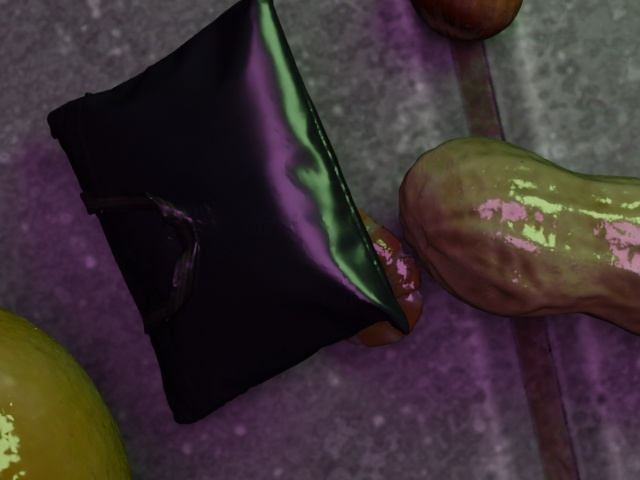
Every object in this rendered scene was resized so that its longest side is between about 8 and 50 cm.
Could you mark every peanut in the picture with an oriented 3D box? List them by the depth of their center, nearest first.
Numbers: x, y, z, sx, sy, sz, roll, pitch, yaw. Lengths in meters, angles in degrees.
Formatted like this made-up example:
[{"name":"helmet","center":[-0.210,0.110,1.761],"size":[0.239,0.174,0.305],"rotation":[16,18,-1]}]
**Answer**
[{"name":"peanut","center":[0.175,0.007,1.031],"size":[0.257,0.123,0.123],"rotation":[17,85,4]}]

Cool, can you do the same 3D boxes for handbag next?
[{"name":"handbag","center":[-0.072,-0.019,1.038],"size":[0.211,0.089,0.254],"rotation":[-25,85,30]}]

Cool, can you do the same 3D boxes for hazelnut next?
[{"name":"hazelnut","center":[0.105,-0.183,1.082],"size":[0.086,0.086,0.086],"rotation":[0,84,3]}]

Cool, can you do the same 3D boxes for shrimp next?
[{"name":"shrimp","center":[0.000,0.000,1.074],"size":[0.184,0.043,0.091],"rotation":[50,119,13]}]

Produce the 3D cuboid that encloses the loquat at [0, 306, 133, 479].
[{"name":"loquat","center":[-0.250,0.200,0.953],"size":[0.328,0.359,0.328],"rotation":[-23,55,38]}]
